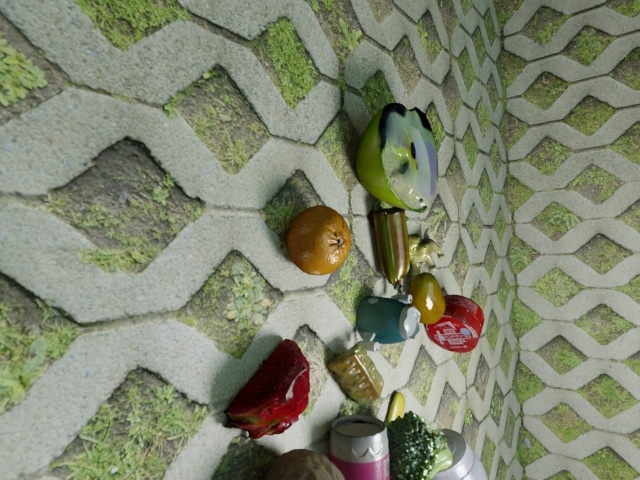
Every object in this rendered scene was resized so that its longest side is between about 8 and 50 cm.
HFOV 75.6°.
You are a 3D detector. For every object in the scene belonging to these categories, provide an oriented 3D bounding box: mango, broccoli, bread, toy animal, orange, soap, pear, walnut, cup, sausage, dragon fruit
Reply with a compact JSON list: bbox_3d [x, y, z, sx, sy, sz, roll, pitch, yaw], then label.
[{"bbox_3d":[0.418,0.235,1.644,0.151,0.120,0.221,-31,115,-16],"label":"mango"},{"bbox_3d":[0.280,0.743,1.335,0.317,0.277,0.339,38,65,-35],"label":"broccoli"},{"bbox_3d":[0.124,0.425,1.287,0.128,0.088,0.232,-39,123,-14],"label":"bread"},{"bbox_3d":[0.413,0.046,1.673,0.233,0.121,0.169,-16,89,-53],"label":"toy animal"},{"bbox_3d":[0.000,0.000,1.122,0.193,0.161,0.194,5,84,-56],"label":"orange"},{"bbox_3d":[0.276,0.645,1.519,0.089,0.033,0.169,53,50,-32],"label":"soap"},{"bbox_3d":[0.255,-0.280,1.452,0.398,0.165,0.399,6,83,-50],"label":"pear"},{"bbox_3d":[-0.047,0.629,0.970,0.248,0.248,0.249,5,84,-51],"label":"walnut"},{"bbox_3d":[0.237,0.272,1.386,0.299,0.173,0.168,-41,120,-45],"label":"cup"},{"bbox_3d":[0.263,0.039,1.472,0.125,0.117,0.318,-73,154,-81],"label":"sausage"},{"bbox_3d":[-0.102,0.374,0.997,0.163,0.189,0.261,47,51,0],"label":"dragon fruit"}]

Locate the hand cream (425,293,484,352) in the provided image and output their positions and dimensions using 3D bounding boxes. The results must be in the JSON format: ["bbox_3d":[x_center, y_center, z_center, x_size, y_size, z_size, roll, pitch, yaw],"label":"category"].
[{"bbox_3d":[0.577,0.353,1.765,0.149,0.230,0.230,-53,127,-42],"label":"hand cream"}]

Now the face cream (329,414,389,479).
[{"bbox_3d":[0.113,0.635,1.205,0.175,0.175,0.195,4,84,-51],"label":"face cream"}]

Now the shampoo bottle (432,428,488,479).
[{"bbox_3d":[0.488,0.896,1.576,0.273,0.272,0.267,-30,101,-48],"label":"shampoo bottle"}]

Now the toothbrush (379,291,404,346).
[{"bbox_3d":[0.257,0.294,1.527,0.286,0.025,0.020,-55,128,-37],"label":"toothbrush"}]
